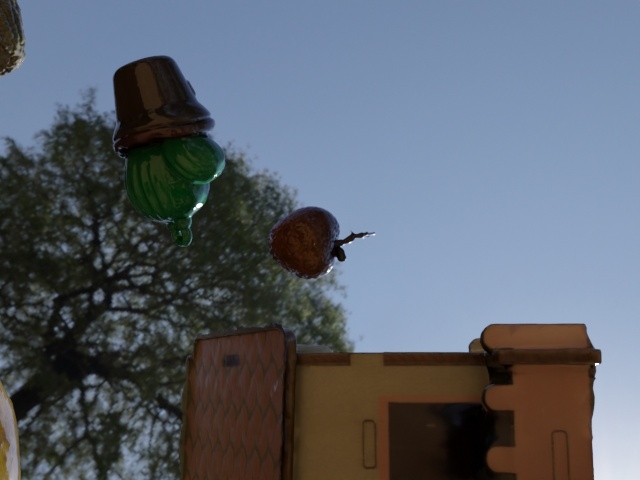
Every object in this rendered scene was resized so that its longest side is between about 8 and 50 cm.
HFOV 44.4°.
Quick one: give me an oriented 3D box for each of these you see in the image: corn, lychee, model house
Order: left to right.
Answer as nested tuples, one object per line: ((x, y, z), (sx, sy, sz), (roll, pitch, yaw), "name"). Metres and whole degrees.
((-0.449, -0.323, 1.035), (0.320, 0.097, 0.097), (59, -42, 37), "corn")
((-0.006, -0.003, 1.130), (0.140, 0.114, 0.101), (-18, -63, 16), "lychee")
((0.024, 0.138, 0.500), (0.244, 0.326, 0.169), (2, -98, 6), "model house")

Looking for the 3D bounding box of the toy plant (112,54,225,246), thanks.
((-0.159, -0.093, 0.838), (0.143, 0.105, 0.200), (-12, -82, 43), "toy plant")

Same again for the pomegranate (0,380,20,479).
((-0.289, 0.122, 0.371), (0.281, 0.281, 0.281), (15, -59, 26), "pomegranate")
